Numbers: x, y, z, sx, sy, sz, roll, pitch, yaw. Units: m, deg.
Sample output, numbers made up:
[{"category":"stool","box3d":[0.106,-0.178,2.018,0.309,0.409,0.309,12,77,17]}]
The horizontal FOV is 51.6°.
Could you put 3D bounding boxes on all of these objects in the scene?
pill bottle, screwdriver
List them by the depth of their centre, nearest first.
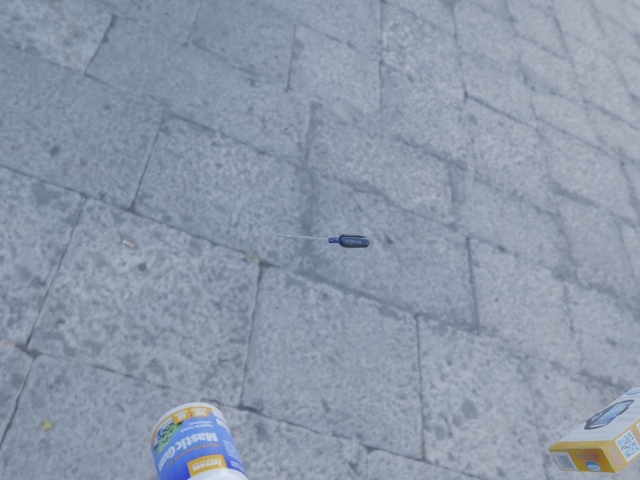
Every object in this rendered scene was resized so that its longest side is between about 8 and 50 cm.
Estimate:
[{"category":"screwdriver","box3d":[0.000,0.000,1.137,0.169,0.025,0.024,1,31,-1]},{"category":"pill bottle","box3d":[-0.211,0.437,1.197,0.152,0.152,0.272,8,24,-29]}]

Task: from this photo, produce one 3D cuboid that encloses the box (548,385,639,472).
[{"category":"box","box3d":[0.286,0.167,0.609,0.136,0.081,0.028,-24,80,-20]}]
